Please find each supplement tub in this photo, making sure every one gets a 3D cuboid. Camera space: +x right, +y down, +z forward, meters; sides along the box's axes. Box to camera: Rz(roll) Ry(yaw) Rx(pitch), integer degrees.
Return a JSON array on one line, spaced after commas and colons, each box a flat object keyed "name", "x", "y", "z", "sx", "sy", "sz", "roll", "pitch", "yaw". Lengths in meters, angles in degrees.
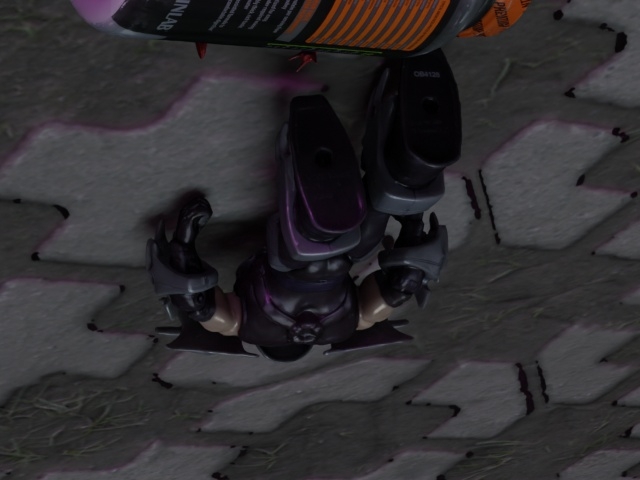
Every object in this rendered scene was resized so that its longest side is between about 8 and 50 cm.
[{"name": "supplement tub", "x": -0.006, "y": -0.137, "z": 0.783, "sx": 0.190, "sy": 0.117, "sz": 0.117, "roll": 1, "pitch": 150, "yaw": -30}]

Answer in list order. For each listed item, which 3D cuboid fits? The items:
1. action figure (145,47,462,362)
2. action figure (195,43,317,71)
[{"name": "action figure", "x": 0.000, "y": 0.000, "z": 1.098, "sx": 0.185, "sy": 0.099, "sz": 0.285, "roll": -12, "pitch": 159, "yaw": -21}, {"name": "action figure", "x": -0.005, "y": -0.109, "z": 0.945, "sx": 0.115, "sy": 0.030, "sz": 0.038, "roll": -9, "pitch": 149, "yaw": -15}]
